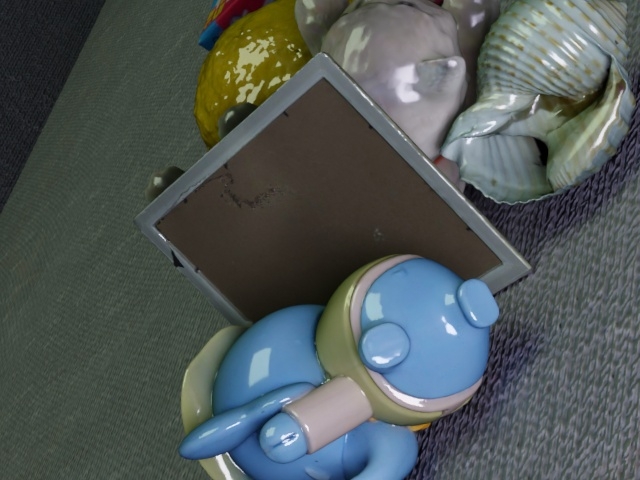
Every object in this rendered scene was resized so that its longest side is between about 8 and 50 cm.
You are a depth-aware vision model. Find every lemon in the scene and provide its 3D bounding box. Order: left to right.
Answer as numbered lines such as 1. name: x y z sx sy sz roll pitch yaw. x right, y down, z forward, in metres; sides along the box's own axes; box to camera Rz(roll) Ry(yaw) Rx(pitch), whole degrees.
1. lemon: -0.009 -0.125 1.365 0.231 0.192 0.192 -28 -8 -48

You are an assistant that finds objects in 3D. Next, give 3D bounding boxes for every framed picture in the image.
1. framed picture: 0.000 0.000 1.139 0.273 0.216 0.016 -35 12 45

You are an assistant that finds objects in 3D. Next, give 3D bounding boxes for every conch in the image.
1. conch: 0.166 -0.098 1.059 0.135 0.102 0.153 50 124 39

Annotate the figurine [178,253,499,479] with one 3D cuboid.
1. figurine: 0.003 0.103 1.052 0.262 0.154 0.180 -35 17 54

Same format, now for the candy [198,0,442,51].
1. candy: 0.019 -0.271 1.604 0.306 0.157 0.100 -35 29 45

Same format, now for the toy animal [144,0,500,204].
1. toy animal: -0.003 -0.068 1.182 0.308 0.266 0.188 -6 19 6
